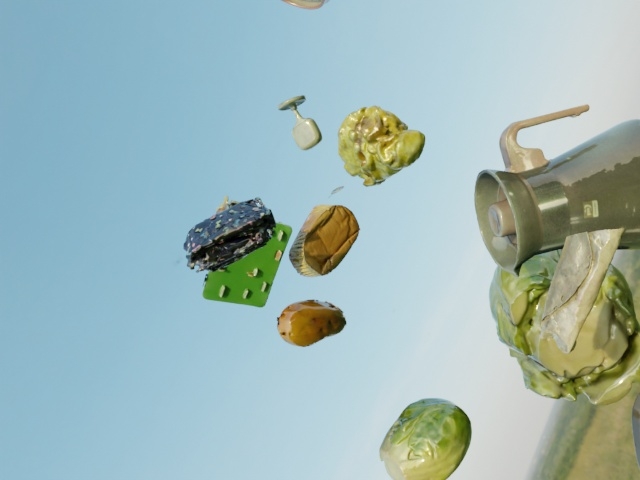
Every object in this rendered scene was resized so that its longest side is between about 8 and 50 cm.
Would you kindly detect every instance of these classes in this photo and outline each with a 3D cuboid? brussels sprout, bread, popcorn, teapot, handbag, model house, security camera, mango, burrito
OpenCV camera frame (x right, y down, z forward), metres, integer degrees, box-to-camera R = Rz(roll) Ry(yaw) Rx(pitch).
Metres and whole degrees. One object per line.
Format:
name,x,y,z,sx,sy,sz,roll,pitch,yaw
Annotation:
brussels sprout,0.199,0.379,1.042,0.181,0.161,0.143,-28,-76,-13
bread,0.000,0.000,2.044,0.204,0.156,0.288,43,-117,-26
brussels sprout,0.639,0.189,1.488,0.361,0.342,0.425,-52,-56,-66
popcorn,0.158,-0.285,1.630,0.173,0.225,0.286,-50,8,-20
teapot,0.487,-0.100,1.059,0.253,0.344,0.300,173,83,-86
handbag,-0.241,-0.010,1.482,0.260,0.162,0.113,-26,-64,-3
model house,-0.280,0.022,1.975,0.243,0.313,0.357,11,-67,-19
security camera,-0.033,-0.206,0.992,0.058,0.058,0.092,-28,-84,-53
mango,-0.025,0.274,1.860,0.249,0.151,0.156,3,-105,-33
burrito,0.422,0.077,0.921,0.060,0.087,0.226,8,-77,-31

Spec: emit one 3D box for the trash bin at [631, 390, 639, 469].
trash bin,0.712,0.347,0.934,0.219,0.250,0.219,-26,-73,-21

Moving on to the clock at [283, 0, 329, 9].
clock,-0.080,-0.639,1.327,0.056,0.244,0.244,-65,-26,-2

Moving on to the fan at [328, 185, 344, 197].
fan,0.054,-0.185,2.109,0.080,0.060,0.003,-34,-74,-6
